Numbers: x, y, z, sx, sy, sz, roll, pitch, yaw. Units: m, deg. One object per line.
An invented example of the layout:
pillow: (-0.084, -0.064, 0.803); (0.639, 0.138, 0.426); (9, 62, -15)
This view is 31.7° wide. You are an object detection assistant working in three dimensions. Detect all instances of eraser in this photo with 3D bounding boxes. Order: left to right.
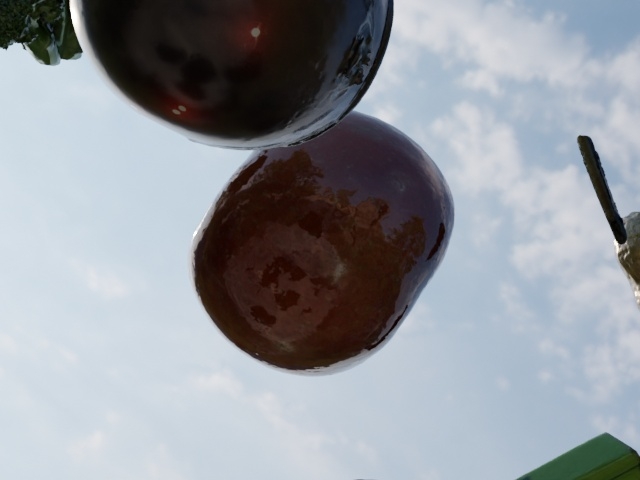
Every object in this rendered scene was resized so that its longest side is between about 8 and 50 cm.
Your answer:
eraser: (0.369, 0.430, 1.716); (0.092, 0.274, 0.210); (50, -15, 58)

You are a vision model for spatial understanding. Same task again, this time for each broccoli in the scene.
broccoli: (-0.355, -0.347, 1.424); (0.265, 0.294, 0.245); (14, -62, 22)

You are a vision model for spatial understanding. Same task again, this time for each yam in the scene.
yam: (0.240, -0.045, 0.962); (0.014, 0.107, 0.014); (-12, -23, -5)

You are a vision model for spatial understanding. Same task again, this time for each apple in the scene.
apple: (0.000, 0.000, 1.425); (0.277, 0.348, 0.348); (32, -38, -3)

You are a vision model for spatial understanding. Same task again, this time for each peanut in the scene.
peanut: (0.435, 0.038, 1.489); (0.080, 0.174, 0.080); (-10, -29, -6)

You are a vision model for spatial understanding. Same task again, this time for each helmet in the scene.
helmet: (-0.060, -0.157, 0.748); (0.216, 0.193, 0.189); (23, -82, 7)

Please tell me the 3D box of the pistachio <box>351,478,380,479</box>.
pistachio: (0.070, 0.276, 0.923); (0.206, 0.131, 0.129); (35, -58, -15)
